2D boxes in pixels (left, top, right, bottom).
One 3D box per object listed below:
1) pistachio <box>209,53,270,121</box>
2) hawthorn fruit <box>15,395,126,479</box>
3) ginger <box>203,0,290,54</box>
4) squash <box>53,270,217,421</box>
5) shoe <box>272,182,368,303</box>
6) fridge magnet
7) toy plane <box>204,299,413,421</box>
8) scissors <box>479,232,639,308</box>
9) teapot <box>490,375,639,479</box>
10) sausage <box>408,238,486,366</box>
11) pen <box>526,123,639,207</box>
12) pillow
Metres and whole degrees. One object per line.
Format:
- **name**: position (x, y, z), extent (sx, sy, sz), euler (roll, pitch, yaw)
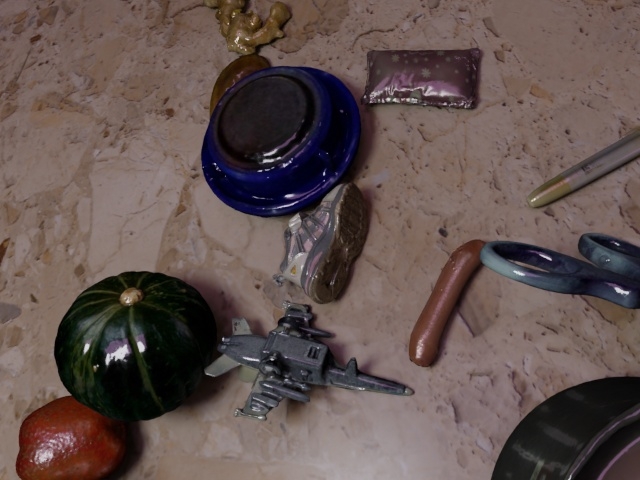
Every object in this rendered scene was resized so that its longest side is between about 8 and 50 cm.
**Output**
- **pistachio**: position (-0.152, -0.262, 0.963), extent (0.090, 0.049, 0.172), euler (20, 75, 25)
- **hawthorn fruit**: position (-0.335, 0.278, 0.760), extent (0.138, 0.133, 0.132), euler (-5, 66, -1)
- **ginger**: position (-0.152, -0.420, 1.029), extent (0.193, 0.052, 0.176), euler (4, 64, 19)
- **squash**: position (-0.246, 0.139, 0.748), extent (0.218, 0.218, 0.172), euler (20, 113, 25)
- **shoe**: position (0.000, 0.000, 0.787), extent (0.092, 0.089, 0.180), euler (9, 69, 35)
- **fridge magnet**: position (-0.068, -0.163, 0.856), extent (0.266, 0.112, 0.265), euler (-7, 66, 15)
- **toy plane**: position (-0.012, 0.158, 0.719), extent (0.262, 0.088, 0.192), euler (4, 42, 16)
- **scissors**: position (0.353, 0.072, 0.500), extent (0.383, 0.256, 0.029), euler (37, 123, 51)
- **teapot**: position (0.277, 0.278, 0.412), extent (0.306, 0.362, 0.375), euler (2, 70, 20)
- **sausage**: position (0.163, 0.077, 0.719), extent (0.043, 0.043, 0.186), euler (24, 77, 26)
- **pen**: position (0.378, -0.110, 0.730), extent (0.234, 0.032, 0.040), euler (-29, 39, 6)
- **pillow**: position (0.152, -0.258, 0.861), extent (0.185, 0.043, 0.118), euler (3, 67, 20)
